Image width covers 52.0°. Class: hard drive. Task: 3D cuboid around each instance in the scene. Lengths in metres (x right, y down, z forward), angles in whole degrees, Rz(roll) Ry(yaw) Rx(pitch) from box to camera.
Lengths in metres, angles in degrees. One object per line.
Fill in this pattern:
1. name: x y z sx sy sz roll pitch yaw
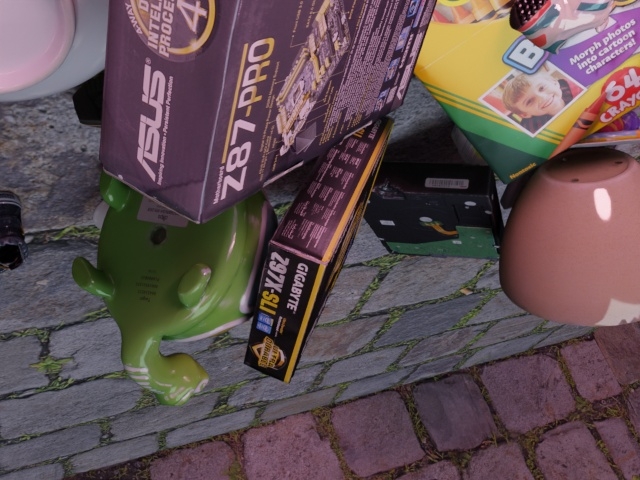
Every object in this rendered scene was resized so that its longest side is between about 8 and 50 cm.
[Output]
1. hard drive: 0.202 -0.046 1.176 0.237 0.064 0.339 4 162 22

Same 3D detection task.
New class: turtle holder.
1. turtle holder: -0.163 0.042 0.891 0.243 0.320 0.227 -23 156 20

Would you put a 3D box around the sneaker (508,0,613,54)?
1. sneaker: 0.266 -0.247 0.634 0.075 0.057 0.161 30 128 -29

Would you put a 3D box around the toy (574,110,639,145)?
1. toy: 0.384 -0.156 0.924 0.237 0.056 0.137 -10 -171 -17

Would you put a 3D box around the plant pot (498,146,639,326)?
1. plant pot: 0.411 -0.031 1.004 0.284 0.284 0.190 -18 117 -7

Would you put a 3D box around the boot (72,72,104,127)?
1. boot: -0.183 -0.148 0.794 0.198 0.076 0.137 -14 159 -11

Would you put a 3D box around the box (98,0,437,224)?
1. box: 0.016 -0.239 0.420 0.318 0.097 0.394 -42 155 -51

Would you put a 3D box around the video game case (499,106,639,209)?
1. video game case: 0.402 -0.134 1.077 0.183 0.023 0.201 -17 153 -8

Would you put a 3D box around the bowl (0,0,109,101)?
1. bowl: -0.257 -0.205 0.485 0.298 0.134 0.298 -11 143 -8

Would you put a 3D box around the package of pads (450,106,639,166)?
1. package of pads: 0.370 -0.227 1.018 0.297 0.101 0.229 -13 153 -15

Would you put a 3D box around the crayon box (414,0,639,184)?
1. crayon box: 0.275 -0.273 0.719 0.363 0.106 0.313 -33 129 23

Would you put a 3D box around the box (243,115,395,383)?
1. box: 0.000 0.000 0.920 0.079 0.322 0.257 23 135 4

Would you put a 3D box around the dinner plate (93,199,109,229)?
1. dinner plate: -0.274 -0.039 1.004 0.141 0.017 0.141 -17 156 -8

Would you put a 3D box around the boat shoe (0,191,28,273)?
1. boat shoe: -0.446 0.018 0.907 0.065 0.083 0.183 -4 150 -31
